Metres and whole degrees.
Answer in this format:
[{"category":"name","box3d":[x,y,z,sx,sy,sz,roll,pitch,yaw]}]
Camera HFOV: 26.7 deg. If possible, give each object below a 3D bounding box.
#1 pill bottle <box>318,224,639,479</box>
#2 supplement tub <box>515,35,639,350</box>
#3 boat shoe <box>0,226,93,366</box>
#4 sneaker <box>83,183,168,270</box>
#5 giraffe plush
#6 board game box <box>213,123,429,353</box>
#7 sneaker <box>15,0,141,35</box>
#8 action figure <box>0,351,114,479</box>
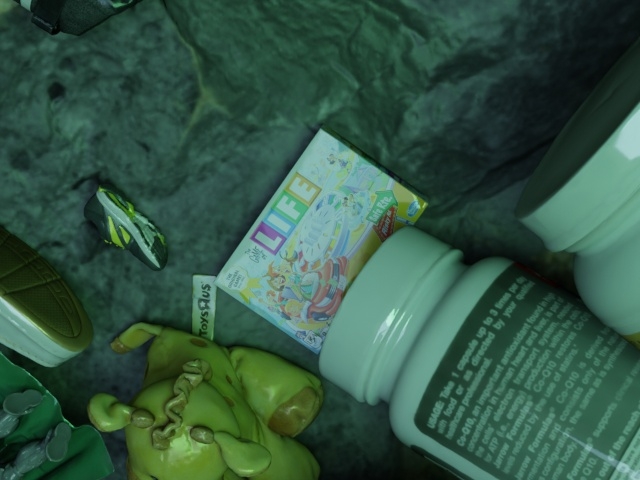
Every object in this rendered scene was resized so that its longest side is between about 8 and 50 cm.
[{"category":"pill bottle","box3d":[0.153,0.111,0.985,0.283,0.161,0.161,30,106,17]},{"category":"supplement tub","box3d":[0.303,0.007,0.837,0.316,0.228,0.228,37,104,-3]},{"category":"boat shoe","box3d":[-0.308,0.023,1.076,0.277,0.098,0.096,37,105,6]},{"category":"sneaker","box3d":[-0.157,-0.007,1.086,0.035,0.031,0.083,-37,94,26]},{"category":"giraffe plush","box3d":[-0.093,0.149,1.042,0.181,0.170,0.210,-12,102,9]},{"category":"board game box","box3d":[0.000,0.000,1.071,0.103,0.026,0.154,34,105,-3]},{"category":"sneaker","box3d":[-0.152,-0.242,0.993,0.121,0.079,0.217,41,122,-7]},{"category":"action figure","box3d":[-0.283,0.193,1.101,0.137,0.063,0.232,49,127,-2]}]
